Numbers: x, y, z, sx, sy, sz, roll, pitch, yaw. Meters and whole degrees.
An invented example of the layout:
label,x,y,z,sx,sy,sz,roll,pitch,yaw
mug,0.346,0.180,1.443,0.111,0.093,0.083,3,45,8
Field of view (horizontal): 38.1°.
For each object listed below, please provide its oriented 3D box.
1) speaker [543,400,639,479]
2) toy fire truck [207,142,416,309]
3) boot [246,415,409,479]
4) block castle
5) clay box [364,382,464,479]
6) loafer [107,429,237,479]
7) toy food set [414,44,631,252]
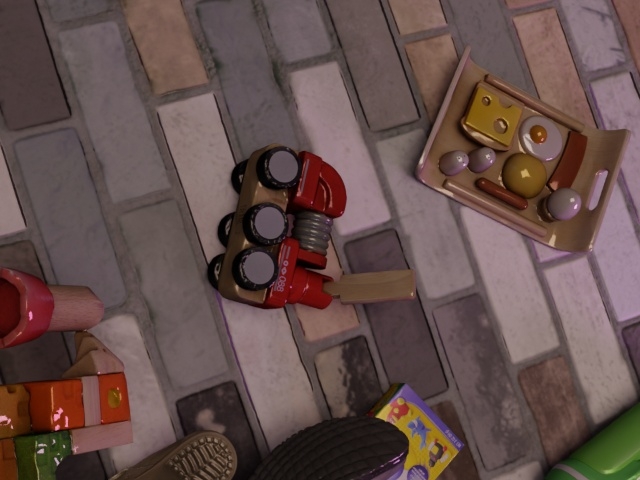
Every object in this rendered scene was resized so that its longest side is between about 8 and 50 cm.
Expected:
label,x,y,z,sx,sy,sz,roll,pitch,yaw
speaker,0.473,0.319,1.376,0.297,0.131,0.131,-31,91,-19
toy fire truck,0.000,0.000,1.280,0.246,0.158,0.217,19,75,-26
boot,-0.028,0.380,1.192,0.338,0.118,0.222,-23,124,-19
block castle,-0.387,0.269,1.006,0.303,0.213,0.453,-9,82,22
clay box,0.081,0.321,1.293,0.127,0.053,0.222,47,71,-5
loafer,-0.222,0.333,1.181,0.269,0.092,0.102,-31,90,-3
toy food set,0.313,-0.139,1.417,0.306,0.092,0.219,26,75,-12
